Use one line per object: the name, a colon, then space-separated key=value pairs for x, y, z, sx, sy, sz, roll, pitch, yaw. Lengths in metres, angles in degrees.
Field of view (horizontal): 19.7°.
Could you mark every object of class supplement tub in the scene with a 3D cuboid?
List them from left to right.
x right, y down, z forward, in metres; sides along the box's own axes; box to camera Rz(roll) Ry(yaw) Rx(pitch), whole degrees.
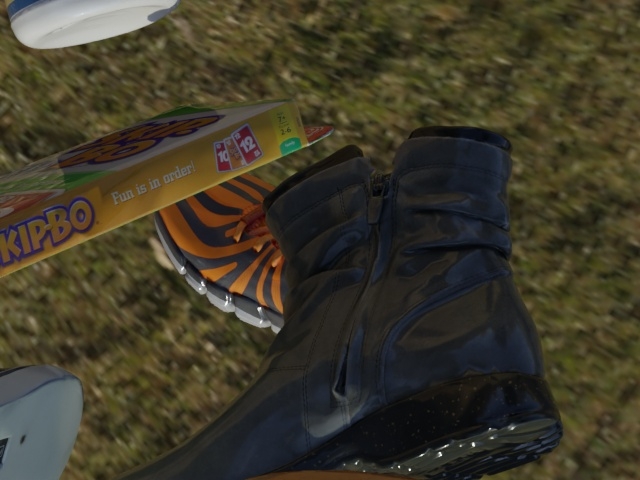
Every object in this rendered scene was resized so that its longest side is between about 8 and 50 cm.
supplement tub: x=-0.204 y=-0.269 z=1.505 sx=0.144 sy=0.144 sz=0.200 roll=-15 pitch=88 yaw=-17

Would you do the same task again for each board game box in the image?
board game box: x=-0.126 y=-0.028 z=0.997 sx=0.259 sy=0.124 sz=0.039 roll=-22 pitch=104 yaw=-33

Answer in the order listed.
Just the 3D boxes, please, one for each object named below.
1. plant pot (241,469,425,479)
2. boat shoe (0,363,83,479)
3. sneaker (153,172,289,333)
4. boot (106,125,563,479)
plant pot: x=0.060 y=0.214 z=0.455 sx=0.291 sy=0.291 sz=0.203 roll=18 pitch=101 yaw=-25
boat shoe: x=-0.161 y=0.072 z=0.744 sx=0.083 sy=0.183 sz=0.065 roll=18 pitch=92 yaw=13
sneaker: x=0.000 y=0.000 z=1.433 sx=0.124 sy=0.321 sz=0.180 roll=-42 pitch=156 yaw=-30
boot: x=-0.006 y=0.050 z=0.872 sx=0.246 sy=0.161 sz=0.083 roll=-21 pitch=153 yaw=22
